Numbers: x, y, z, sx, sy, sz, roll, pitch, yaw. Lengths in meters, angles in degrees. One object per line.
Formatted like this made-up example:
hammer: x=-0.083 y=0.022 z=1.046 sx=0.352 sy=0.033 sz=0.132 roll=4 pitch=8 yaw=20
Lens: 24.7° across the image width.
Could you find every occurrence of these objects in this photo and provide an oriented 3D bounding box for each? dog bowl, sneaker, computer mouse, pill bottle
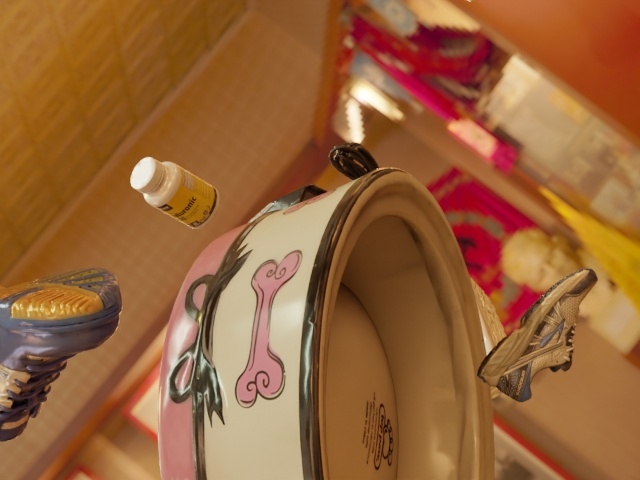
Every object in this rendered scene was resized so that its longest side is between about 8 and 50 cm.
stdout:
dog bowl: x=0.013 y=0.151 z=1.187 sx=0.408 sy=0.150 sz=0.408 roll=-6 pitch=-90 yaw=-67
sneaker: x=-0.251 y=0.101 z=1.231 sx=0.112 sy=0.131 sz=0.296 roll=-15 pitch=3 yaw=-40
sneaker: x=0.195 y=0.082 z=1.242 sx=0.135 sy=0.058 sz=0.052 roll=-47 pitch=-4 yaw=-9
computer mouse: x=0.000 y=0.000 z=1.848 sx=0.262 sy=0.184 sz=0.060 roll=-43 pitch=29 yaw=14
pill bottle: x=-0.196 y=-0.066 z=1.953 sx=0.116 sy=0.065 sz=0.065 roll=31 pitch=-81 yaw=-40

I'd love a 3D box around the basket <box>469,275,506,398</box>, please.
basket: x=0.193 y=0.139 z=2.015 sx=0.113 sy=0.167 sz=0.103 roll=-33 pitch=-42 yaw=19
